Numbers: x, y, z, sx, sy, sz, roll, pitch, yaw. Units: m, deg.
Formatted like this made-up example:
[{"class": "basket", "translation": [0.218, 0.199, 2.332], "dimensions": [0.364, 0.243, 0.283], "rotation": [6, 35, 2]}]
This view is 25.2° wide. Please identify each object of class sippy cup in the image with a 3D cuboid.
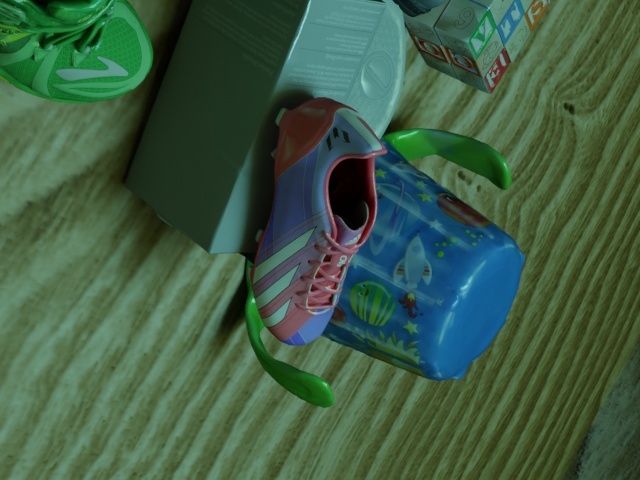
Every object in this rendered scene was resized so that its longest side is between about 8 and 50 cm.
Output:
[{"class": "sippy cup", "translation": [0.079, 0.028, 1.492], "dimensions": [0.240, 0.224, 0.306], "rotation": [9, 109, -62]}]

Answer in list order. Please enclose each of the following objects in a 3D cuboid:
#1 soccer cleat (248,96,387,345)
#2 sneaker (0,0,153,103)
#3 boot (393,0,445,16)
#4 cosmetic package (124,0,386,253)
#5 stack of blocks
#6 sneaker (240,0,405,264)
[{"class": "soccer cleat", "translation": [0.000, 0.000, 1.164], "dimensions": [0.083, 0.095, 0.248], "rotation": [-21, 134, -34]}, {"class": "sneaker", "translation": [-0.182, -0.164, 0.951], "dimensions": [0.109, 0.123, 0.295], "rotation": [-57, 154, -9]}, {"class": "boot", "translation": [0.156, -0.350, 1.143], "dimensions": [0.118, 0.222, 0.338], "rotation": [30, 62, -55]}, {"class": "cosmetic package", "translation": [-0.058, -0.118, 1.187], "dimensions": [0.107, 0.127, 0.238], "rotation": [-5, 126, -48]}, {"class": "stack of blocks", "translation": [0.206, -0.327, 1.525], "dimensions": [0.297, 0.087, 0.171], "rotation": [-58, 153, -7]}, {"class": "sneaker", "translation": [-0.022, -0.103, 1.297], "dimensions": [0.104, 0.147, 0.296], "rotation": [7, 101, -43]}]
